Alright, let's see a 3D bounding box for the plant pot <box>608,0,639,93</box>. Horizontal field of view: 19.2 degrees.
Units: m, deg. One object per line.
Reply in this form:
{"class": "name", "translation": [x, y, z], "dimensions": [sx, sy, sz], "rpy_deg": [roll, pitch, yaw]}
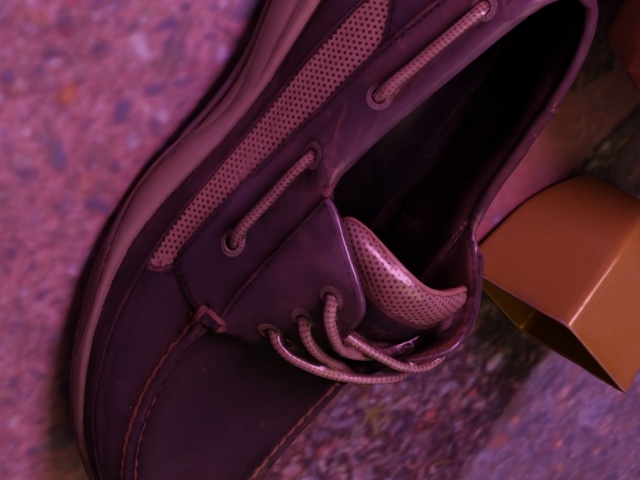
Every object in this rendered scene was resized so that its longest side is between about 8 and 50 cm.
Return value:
{"class": "plant pot", "translation": [0.272, -0.133, 0.892], "dimensions": [0.254, 0.237, 0.237], "rpy_deg": [-41, 139, 18]}

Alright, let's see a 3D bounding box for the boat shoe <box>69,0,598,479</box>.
{"class": "boat shoe", "translation": [0.000, 0.000, 0.842], "dimensions": [0.132, 0.130, 0.355], "rpy_deg": [9, 117, -40]}

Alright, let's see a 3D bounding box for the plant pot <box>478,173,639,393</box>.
{"class": "plant pot", "translation": [0.142, 0.015, 0.999], "dimensions": [0.083, 0.081, 0.081], "rpy_deg": [-52, 137, -6]}
